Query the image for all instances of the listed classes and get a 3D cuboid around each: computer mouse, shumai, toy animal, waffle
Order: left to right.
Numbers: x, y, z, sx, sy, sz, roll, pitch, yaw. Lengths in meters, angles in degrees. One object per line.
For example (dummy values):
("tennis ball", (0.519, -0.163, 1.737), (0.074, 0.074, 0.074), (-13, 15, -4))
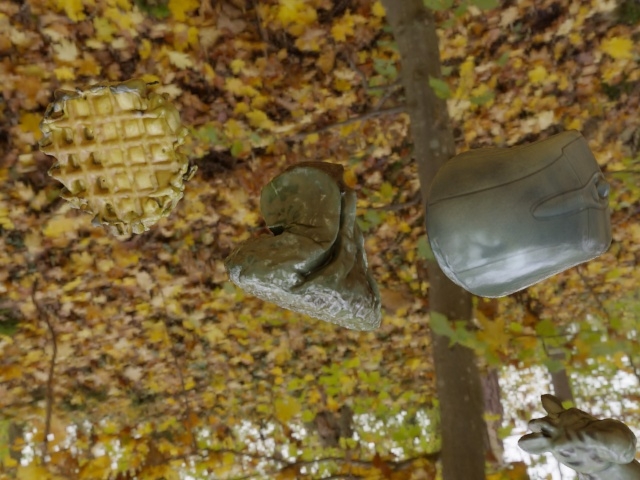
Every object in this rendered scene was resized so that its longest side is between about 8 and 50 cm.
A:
("waffle", (-0.328, -0.137, 1.081), (0.280, 0.262, 0.060), (-52, 177, 33))
("shumai", (0.000, 0.000, 1.226), (0.304, 0.263, 0.309), (21, 170, -23))
("computer mouse", (0.290, -0.045, 0.891), (0.371, 0.188, 0.122), (-17, -176, -40))
("toy animal", (0.251, 0.213, 0.474), (0.170, 0.254, 0.090), (-3, -155, 41))
